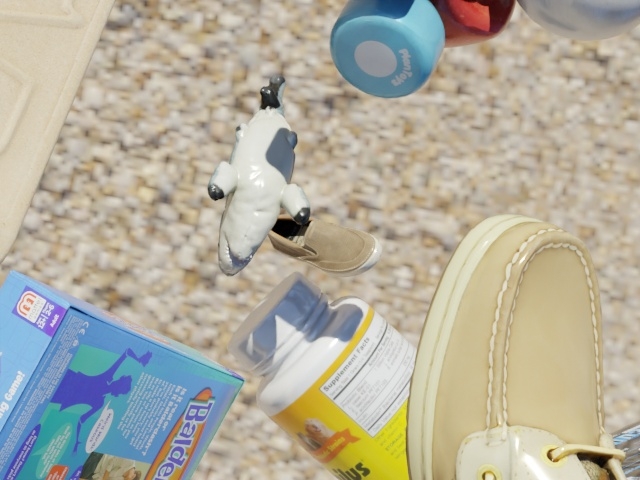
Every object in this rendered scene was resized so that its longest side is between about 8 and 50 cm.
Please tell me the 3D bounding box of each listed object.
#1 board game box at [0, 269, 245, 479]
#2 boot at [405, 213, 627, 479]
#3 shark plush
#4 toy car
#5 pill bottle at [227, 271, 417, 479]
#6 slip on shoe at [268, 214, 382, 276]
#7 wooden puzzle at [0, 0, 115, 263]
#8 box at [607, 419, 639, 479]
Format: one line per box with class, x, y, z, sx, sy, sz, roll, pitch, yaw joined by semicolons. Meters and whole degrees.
board game box;-0.139;0.117;1.065;0.160;0.047;0.210;-61;152;-2
boot;0.128;0.121;0.736;0.095;0.203;0.262;7;86;-41
shark plush;-0.052;-0.056;1.381;0.073;0.067;0.161;5;56;-13
toy car;0.148;-0.212;1.260;0.219;0.238;0.210;-63;157;-45
pill bottle;0.033;0.125;1.494;0.215;0.117;0.117;43;63;-7
slip on shoe;0.000;0.000;1.908;0.041;0.135;0.051;46;69;-44
wooden puzzle;-0.322;-0.185;1.418;0.322;0.080;0.348;34;59;-24
box;0.217;0.139;1.068;0.220;0.175;0.051;-14;98;-47
